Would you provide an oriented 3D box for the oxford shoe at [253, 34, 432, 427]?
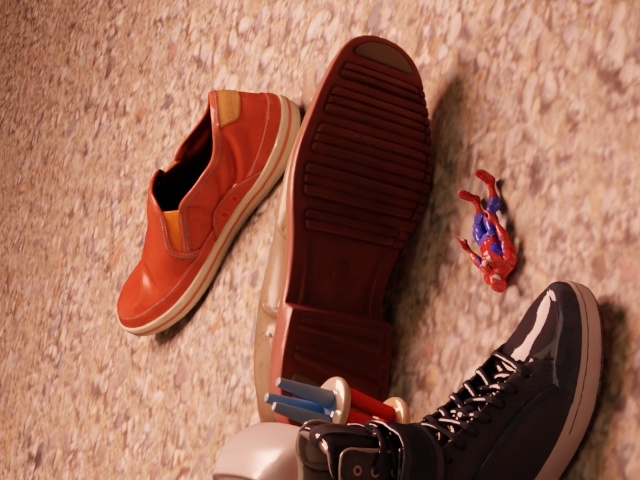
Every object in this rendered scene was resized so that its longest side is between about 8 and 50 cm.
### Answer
[{"bbox_3d":[0.000,0.000,1.384,0.130,0.123,0.348,-19,55,63],"label":"oxford shoe"}]

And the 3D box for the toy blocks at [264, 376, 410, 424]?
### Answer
[{"bbox_3d":[0.021,0.163,1.176,0.054,0.148,0.123,-12,60,63],"label":"toy blocks"}]

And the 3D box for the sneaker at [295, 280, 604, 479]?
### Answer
[{"bbox_3d":[0.080,0.114,1.076,0.226,0.163,0.086,-68,22,0],"label":"sneaker"}]

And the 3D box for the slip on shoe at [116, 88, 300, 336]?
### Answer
[{"bbox_3d":[-0.139,-0.031,1.731,0.331,0.101,0.123,-54,30,34],"label":"slip on shoe"}]

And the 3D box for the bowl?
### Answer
[{"bbox_3d":[-0.034,0.214,1.289,0.142,0.053,0.142,-6,99,64],"label":"bowl"}]

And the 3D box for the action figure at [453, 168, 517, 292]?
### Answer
[{"bbox_3d":[0.123,-0.003,1.241,0.038,0.030,0.115,-48,33,30],"label":"action figure"}]
